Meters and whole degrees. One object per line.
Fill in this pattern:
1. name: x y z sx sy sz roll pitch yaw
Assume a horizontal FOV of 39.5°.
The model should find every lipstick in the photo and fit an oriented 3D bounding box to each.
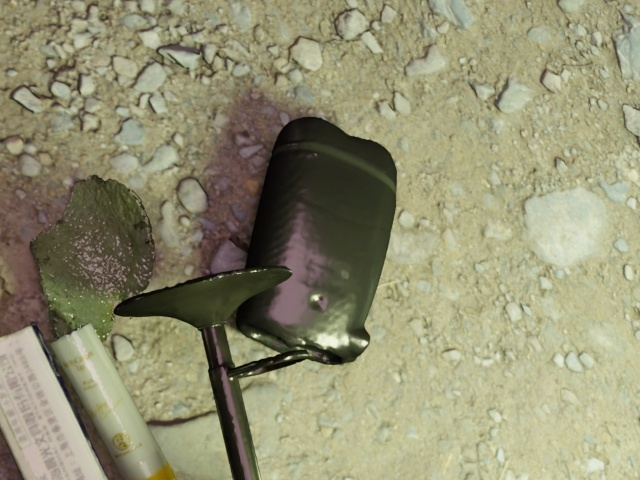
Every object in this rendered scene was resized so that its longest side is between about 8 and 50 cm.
1. lipstick: -0.253 0.228 1.119 0.059 0.059 0.264 -29 96 -27

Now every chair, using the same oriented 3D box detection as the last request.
1. chair: -0.099 0.250 1.066 0.226 0.226 0.401 -8 79 -24

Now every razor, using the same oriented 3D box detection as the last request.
1. razor: 0.001 -0.001 1.292 0.204 0.113 0.349 18 67 -17

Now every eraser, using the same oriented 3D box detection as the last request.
1. eraser: -0.325 0.251 1.070 0.086 0.130 0.287 -24 84 -24

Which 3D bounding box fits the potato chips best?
1. potato chips: -0.310 0.028 1.193 0.167 0.059 0.228 29 69 -3
